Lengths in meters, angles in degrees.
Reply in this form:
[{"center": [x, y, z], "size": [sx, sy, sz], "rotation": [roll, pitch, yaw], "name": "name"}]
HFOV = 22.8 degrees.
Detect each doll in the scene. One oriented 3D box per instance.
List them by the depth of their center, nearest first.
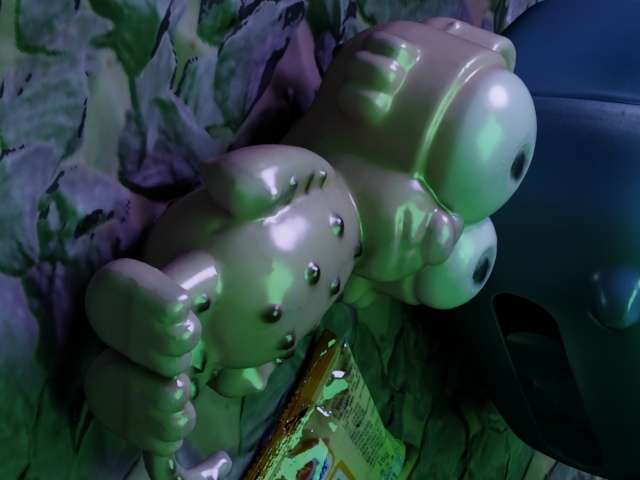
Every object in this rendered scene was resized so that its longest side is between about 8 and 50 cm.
[{"center": [0.000, -0.001, 0.733], "size": [0.278, 0.119, 0.154], "rotation": [-43, 147, -37], "name": "doll"}]

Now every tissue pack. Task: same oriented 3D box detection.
[{"center": [0.176, 0.016, 0.939], "size": [0.206, 0.198, 0.287], "rotation": [-59, 145, -31], "name": "tissue pack"}]

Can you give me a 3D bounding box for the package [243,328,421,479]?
[{"center": [0.008, 0.125, 0.859], "size": [0.108, 0.031, 0.121], "rotation": [-61, 139, -29], "name": "package"}]
